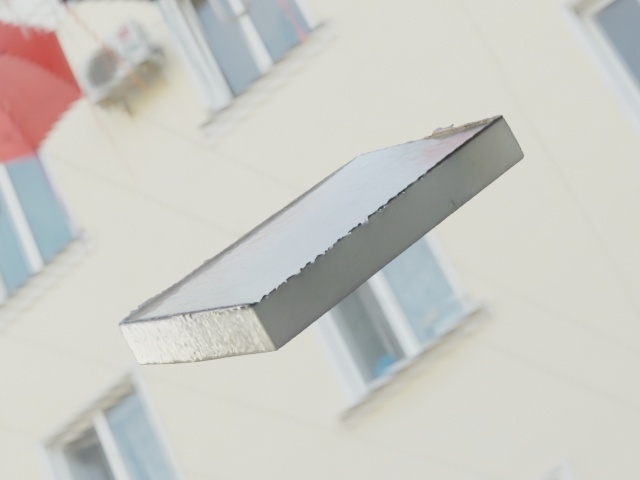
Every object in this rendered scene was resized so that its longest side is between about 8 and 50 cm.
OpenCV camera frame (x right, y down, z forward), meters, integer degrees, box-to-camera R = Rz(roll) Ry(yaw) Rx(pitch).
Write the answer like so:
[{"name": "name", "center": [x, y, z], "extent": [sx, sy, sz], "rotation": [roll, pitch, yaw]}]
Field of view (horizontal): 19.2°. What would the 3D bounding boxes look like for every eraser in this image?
[{"name": "eraser", "center": [0.000, 0.000, 0.763], "extent": [0.150, 0.023, 0.104], "rotation": [-36, 14, -33]}]
